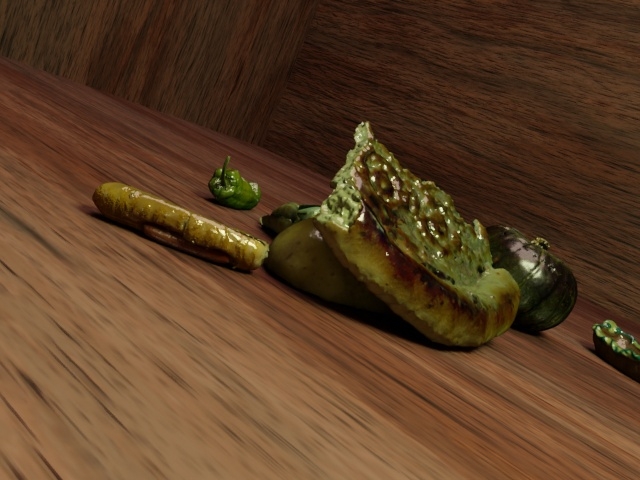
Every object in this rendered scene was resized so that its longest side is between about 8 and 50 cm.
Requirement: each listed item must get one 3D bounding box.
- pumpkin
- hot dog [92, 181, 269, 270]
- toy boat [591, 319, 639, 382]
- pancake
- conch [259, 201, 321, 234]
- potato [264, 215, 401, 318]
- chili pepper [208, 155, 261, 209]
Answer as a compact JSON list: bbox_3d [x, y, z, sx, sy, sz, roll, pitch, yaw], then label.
[{"bbox_3d":[0.396,0.067,1.183,0.238,0.159,0.238,35,20,-14],"label":"pumpkin"},{"bbox_3d":[-0.165,-0.013,0.713,0.216,0.047,0.066,22,-28,-10],"label":"hot dog"},{"bbox_3d":[0.626,0.225,1.158,0.109,0.099,0.293,20,1,-8],"label":"toy boat"},{"bbox_3d":[0.165,0.008,0.838,0.427,0.067,0.304,35,42,-29],"label":"pancake"},{"bbox_3d":[-0.054,-0.033,1.050,0.106,0.079,0.170,23,-9,-42],"label":"conch"},{"bbox_3d":[0.054,0.024,0.852,0.272,0.111,0.160,16,13,-34],"label":"potato"},{"bbox_3d":[-0.172,-0.100,1.137,0.072,0.073,0.204,7,-7,14],"label":"chili pepper"}]
